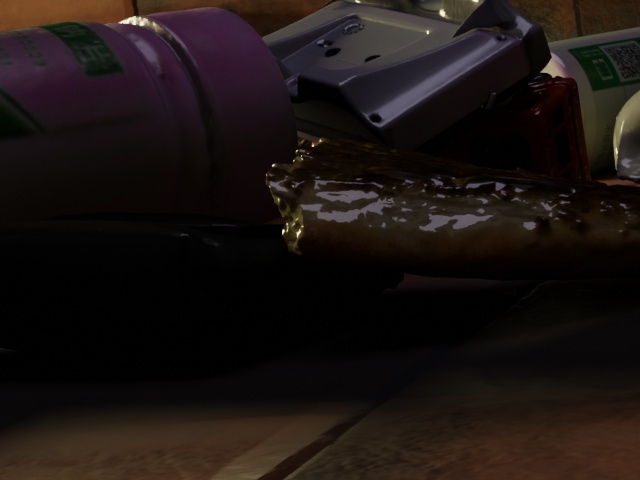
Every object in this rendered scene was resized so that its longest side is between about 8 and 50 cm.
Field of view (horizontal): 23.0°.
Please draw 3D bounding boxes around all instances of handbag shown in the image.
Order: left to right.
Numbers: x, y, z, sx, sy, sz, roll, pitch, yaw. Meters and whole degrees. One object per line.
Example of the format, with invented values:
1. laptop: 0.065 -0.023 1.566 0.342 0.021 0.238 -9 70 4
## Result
1. handbag: -0.100 0.023 0.956 0.246 0.080 0.223 2 4 34

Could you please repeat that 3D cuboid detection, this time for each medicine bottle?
1. medicine bottle: -0.205 -0.064 1.225 0.325 0.212 0.212 -14 9 -34
2. medicine bottle: 0.315 -0.143 1.534 0.274 0.133 0.133 -14 9 -29

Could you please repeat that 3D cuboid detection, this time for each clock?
1. clock: 0.045 -0.146 1.307 0.186 0.083 0.253 -35 34 -27

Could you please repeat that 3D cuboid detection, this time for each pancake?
1. pancake: 0.079 -0.020 0.915 0.266 0.057 0.244 3 9 -25

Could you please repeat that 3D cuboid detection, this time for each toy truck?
1. toy truck: 0.096 -0.075 1.355 0.252 0.108 0.114 -3 19 28

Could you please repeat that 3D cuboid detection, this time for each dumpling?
1. dumpling: 0.331 -0.095 1.347 0.150 0.092 0.176 12 12 31

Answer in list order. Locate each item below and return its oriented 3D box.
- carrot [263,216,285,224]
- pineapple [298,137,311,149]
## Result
1. carrot: 0.000 0.000 1.112 0.161 0.055 0.055 -8 7 26
2. pineapple: -0.090 -0.107 1.885 0.334 0.158 0.161 -7 -33 -25
